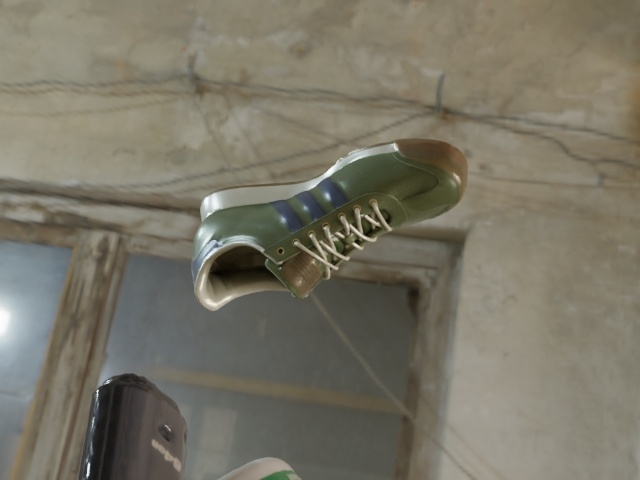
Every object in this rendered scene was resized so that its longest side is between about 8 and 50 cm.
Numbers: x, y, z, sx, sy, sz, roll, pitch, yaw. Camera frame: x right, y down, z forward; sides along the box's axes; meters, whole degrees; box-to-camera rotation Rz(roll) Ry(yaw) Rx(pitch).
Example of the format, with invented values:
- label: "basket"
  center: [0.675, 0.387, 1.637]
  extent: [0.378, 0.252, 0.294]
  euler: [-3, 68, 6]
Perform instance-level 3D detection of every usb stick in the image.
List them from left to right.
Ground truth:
- label: "usb stick"
  center: [-0.111, 0.199, 0.567]
  extent: [0.045, 0.278, 0.077]
  euler: [-28, -50, 24]

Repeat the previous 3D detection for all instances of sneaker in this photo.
- label: "sneaker"
  center: [0.000, 0.000, 0.647]
  extent: [0.192, 0.086, 0.064]
  euler: [-12, -45, 26]

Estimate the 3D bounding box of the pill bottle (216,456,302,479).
- label: "pill bottle"
  center: [-0.005, 0.251, 0.654]
  extent: [0.208, 0.117, 0.117]
  euler: [46, -4, 24]
